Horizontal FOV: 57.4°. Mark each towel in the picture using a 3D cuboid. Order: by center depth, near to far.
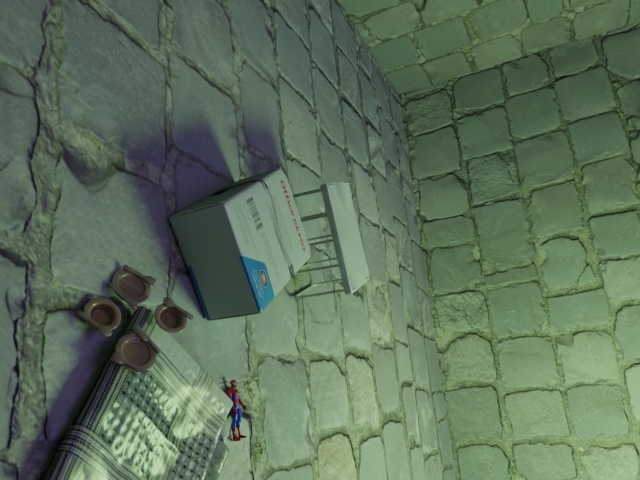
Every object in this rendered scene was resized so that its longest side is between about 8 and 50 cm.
[{"bbox_3d":[-0.247,0.319,0.909,0.312,0.056,0.324,-76,147,-49],"label":"towel"}]

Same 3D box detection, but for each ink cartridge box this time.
[{"bbox_3d":[-0.151,-0.003,1.220,0.307,0.129,0.223,-47,122,-64],"label":"ink cartridge box"}]

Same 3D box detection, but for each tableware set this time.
[{"bbox_3d":[-0.284,0.117,0.897,0.141,0.020,0.169,41,35,-6],"label":"tableware set"}]

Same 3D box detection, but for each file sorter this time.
[{"bbox_3d":[0.000,0.000,1.536,0.193,0.173,0.278,-23,101,-69],"label":"file sorter"}]

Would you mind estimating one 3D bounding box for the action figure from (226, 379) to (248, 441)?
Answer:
[{"bbox_3d":[-0.165,0.332,1.147,0.038,0.030,0.115,5,72,-62],"label":"action figure"}]
